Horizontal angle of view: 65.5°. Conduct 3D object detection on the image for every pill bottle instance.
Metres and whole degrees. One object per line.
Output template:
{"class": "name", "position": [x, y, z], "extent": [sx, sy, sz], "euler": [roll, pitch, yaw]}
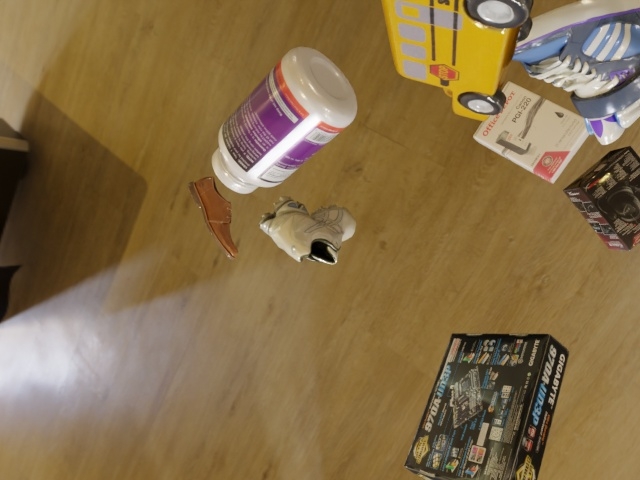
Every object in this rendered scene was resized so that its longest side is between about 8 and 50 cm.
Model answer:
{"class": "pill bottle", "position": [-0.089, -0.235, 1.045], "extent": [0.323, 0.182, 0.181], "euler": [-34, 73, 36]}

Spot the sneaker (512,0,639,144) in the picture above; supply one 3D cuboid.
{"class": "sneaker", "position": [0.442, -0.265, 0.822], "extent": [0.130, 0.323, 0.236], "euler": [20, 127, 68]}

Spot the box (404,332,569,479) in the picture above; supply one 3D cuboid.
{"class": "box", "position": [0.224, 0.233, 0.682], "extent": [0.175, 0.051, 0.220], "euler": [-17, 40, 57]}

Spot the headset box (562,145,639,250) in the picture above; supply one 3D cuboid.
{"class": "headset box", "position": [0.281, -0.035, 0.463], "extent": [0.062, 0.032, 0.083], "euler": [-40, 94, -1]}

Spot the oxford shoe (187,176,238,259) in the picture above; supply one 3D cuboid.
{"class": "oxford shoe", "position": [-0.240, -0.054, 1.196], "extent": [0.076, 0.076, 0.212], "euler": [-24, 98, -5]}

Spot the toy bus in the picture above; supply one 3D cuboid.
{"class": "toy bus", "position": [0.131, -0.227, 0.456], "extent": [0.130, 0.333, 0.108], "euler": [19, 87, 16]}

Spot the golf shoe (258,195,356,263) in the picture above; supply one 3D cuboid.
{"class": "golf shoe", "position": [0.000, 0.000, 0.633], "extent": [0.069, 0.176, 0.086], "euler": [-46, 65, 26]}

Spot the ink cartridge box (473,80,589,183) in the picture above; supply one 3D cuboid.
{"class": "ink cartridge box", "position": [0.511, -0.263, 1.209], "extent": [0.218, 0.092, 0.158], "euler": [38, 107, 25]}
